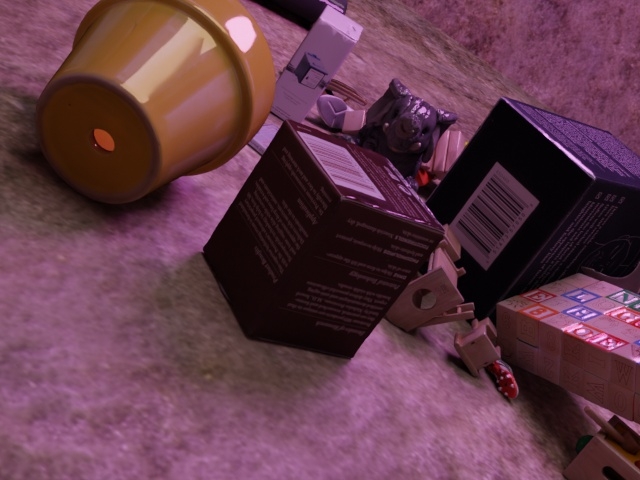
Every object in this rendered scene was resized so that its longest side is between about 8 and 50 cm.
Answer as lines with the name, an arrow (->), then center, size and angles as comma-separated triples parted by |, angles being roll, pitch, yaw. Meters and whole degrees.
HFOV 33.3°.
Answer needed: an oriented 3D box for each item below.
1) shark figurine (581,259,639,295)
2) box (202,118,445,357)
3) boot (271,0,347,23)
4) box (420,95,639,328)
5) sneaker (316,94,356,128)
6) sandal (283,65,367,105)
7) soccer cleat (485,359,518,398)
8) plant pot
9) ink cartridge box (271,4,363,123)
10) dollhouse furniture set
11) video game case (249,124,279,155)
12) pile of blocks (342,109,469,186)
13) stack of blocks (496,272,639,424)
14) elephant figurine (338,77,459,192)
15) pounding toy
shark figurine -> 0.519, 0.089, 1.741 | 0.116, 0.166, 0.278 | -1, 7, 39
box -> 0.000, 0.000, 1.258 | 0.167, 0.203, 0.168 | 16, 28, -39
boot -> -0.133, -0.590, 2.418 | 0.445, 0.146, 0.367 | 27, 24, -30
box -> 0.371, -0.030, 1.733 | 0.395, 0.293, 0.212 | 6, 35, -51
sneaker -> 0.031, -0.237, 2.013 | 0.061, 0.054, 0.152 | 37, 6, 36
sandal -> 0.007, -0.297, 2.115 | 0.180, 0.049, 0.072 | 20, 16, 2
soccer cleat -> 0.254, 0.187, 1.472 | 0.035, 0.029, 0.083 | 14, 24, -33
plant pot -> -0.213, -0.168, 1.291 | 0.254, 0.254, 0.239 | 34, 38, -1
ink cartridge box -> -0.013, -0.312, 1.910 | 0.082, 0.191, 0.140 | 32, 21, -6
dollhouse furniture set -> 0.174, 0.093, 1.515 | 0.161, 0.101, 0.182 | 56, 18, -11
video game case -> -0.044, -0.130, 1.725 | 0.166, 0.015, 0.119 | 40, 21, 14
pile of blocks -> 0.205, -0.137, 1.996 | 0.362, 0.149, 0.113 | 14, 70, -9
stack of blocks -> 0.404, 0.145, 1.463 | 0.171, 0.087, 0.297 | -16, 23, -30
elephant figurine -> 0.143, -0.181, 1.754 | 0.169, 0.239, 0.186 | 2, 57, -25
pounding toy -> 0.380, 0.278, 1.361 | 0.141, 0.100, 0.130 | 41, 22, 18
